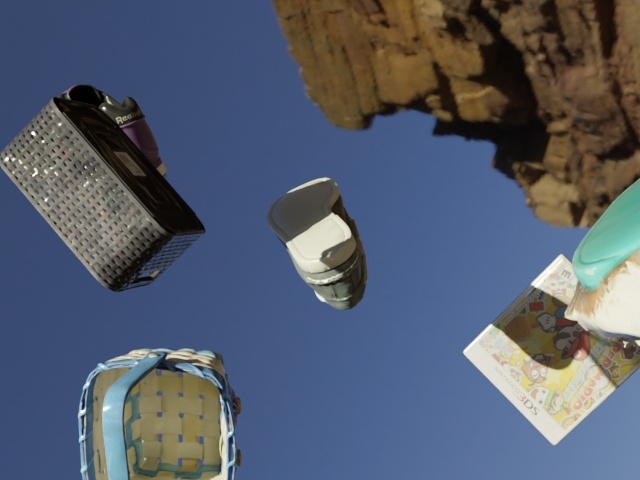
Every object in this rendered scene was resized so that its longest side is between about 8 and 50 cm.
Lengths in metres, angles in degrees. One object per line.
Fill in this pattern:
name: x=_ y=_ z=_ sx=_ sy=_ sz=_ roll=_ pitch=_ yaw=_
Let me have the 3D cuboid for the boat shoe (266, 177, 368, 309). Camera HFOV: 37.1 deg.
boat shoe: x=0.000 y=0.000 z=1.364 sx=0.116 sy=0.319 sz=0.099 roll=-26 pitch=-67 yaw=1

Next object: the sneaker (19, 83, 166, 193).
sneaker: x=-0.310 y=-0.149 z=1.246 sx=0.107 sy=0.283 sz=0.124 roll=-33 pitch=-58 yaw=-40

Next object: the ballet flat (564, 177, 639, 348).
ballet flat: x=0.263 y=-0.044 z=0.448 sx=0.409 sy=0.147 sz=0.147 roll=-38 pitch=-46 yaw=-40

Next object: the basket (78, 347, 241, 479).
basket: x=-0.205 y=0.257 z=1.186 sx=0.289 sy=0.201 sz=0.255 roll=-55 pitch=-34 yaw=-72

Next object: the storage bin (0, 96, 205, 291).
storage bin: x=-0.213 y=-0.046 z=0.944 sx=0.084 sy=0.180 sz=0.122 roll=-42 pitch=-6 yaw=11

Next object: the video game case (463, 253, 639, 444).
video game case: x=0.376 y=0.172 z=1.505 sx=0.227 sy=0.206 sz=0.026 roll=-47 pitch=-13 yaw=13
